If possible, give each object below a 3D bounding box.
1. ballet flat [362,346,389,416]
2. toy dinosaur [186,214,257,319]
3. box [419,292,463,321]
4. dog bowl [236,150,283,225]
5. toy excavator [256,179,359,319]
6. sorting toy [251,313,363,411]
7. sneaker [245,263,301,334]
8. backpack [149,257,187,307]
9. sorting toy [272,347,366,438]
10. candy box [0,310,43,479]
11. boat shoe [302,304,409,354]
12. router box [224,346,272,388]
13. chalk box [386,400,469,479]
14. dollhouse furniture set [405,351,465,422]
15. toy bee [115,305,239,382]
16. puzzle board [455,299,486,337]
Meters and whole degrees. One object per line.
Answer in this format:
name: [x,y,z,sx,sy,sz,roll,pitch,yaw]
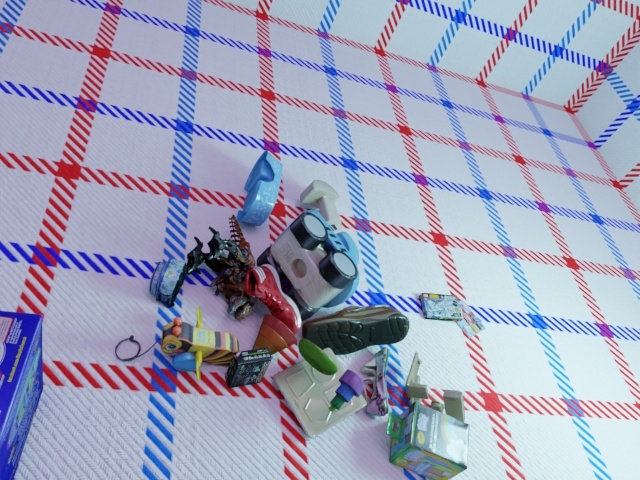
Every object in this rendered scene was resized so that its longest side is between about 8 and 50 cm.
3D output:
ballet flat: [0.157,0.396,1.567,0.079,0.077,0.221,5,46,3]
toy dinosaur: [-0.269,0.071,1.605,0.218,0.164,0.322,27,24,-38]
box: [0.411,0.227,1.866,0.137,0.027,0.094,7,49,-15]
dog bowl: [-0.197,-0.170,1.829,0.074,0.166,0.297,26,43,-20]
toy excavator: [0.000,0.000,1.760,0.433,0.222,0.445,54,28,15]
sorting toy: [-0.058,0.330,1.433,0.365,0.127,0.126,27,63,36]
sneaker: [-0.146,0.174,1.530,0.221,0.087,0.128,58,25,12]
backpack: [-0.416,0.105,1.492,0.084,0.114,0.105,20,45,-10]
sorting toy: [-0.002,0.409,1.483,0.208,0.038,0.193,-19,62,-35]
candy box: [-0.623,0.326,1.039,0.122,0.317,0.268,11,46,-16]
boat shoe: [0.100,0.257,1.637,0.324,0.122,0.120,-1,23,-17]
router box: [-0.186,0.327,1.405,0.092,0.122,0.038,-1,48,-29]
chalk box: [0.267,0.529,1.455,0.213,0.132,0.132,24,45,-4]
dollhouse furniture set: [0.342,0.424,1.578,0.151,0.144,0.123,2,37,24]
toy bee: [-0.332,0.261,1.364,0.298,0.162,0.195,-11,59,-34]
puzzle board: [0.504,0.270,1.897,0.096,0.011,0.128,-18,60,-38]
